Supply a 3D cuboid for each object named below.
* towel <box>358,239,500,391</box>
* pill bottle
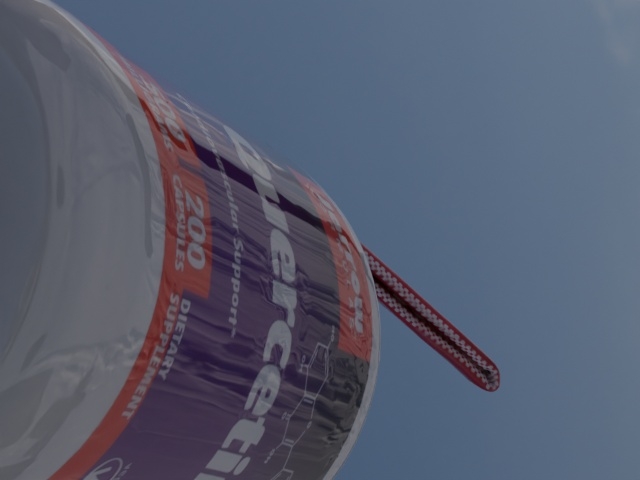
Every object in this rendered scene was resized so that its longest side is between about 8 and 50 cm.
[{"bbox_3d":[0.000,0.000,1.291,0.199,0.275,0.031,41,-90,-23],"label":"towel"},{"bbox_3d":[-0.088,0.026,0.722,0.323,0.181,0.181,29,-111,-68],"label":"pill bottle"}]
